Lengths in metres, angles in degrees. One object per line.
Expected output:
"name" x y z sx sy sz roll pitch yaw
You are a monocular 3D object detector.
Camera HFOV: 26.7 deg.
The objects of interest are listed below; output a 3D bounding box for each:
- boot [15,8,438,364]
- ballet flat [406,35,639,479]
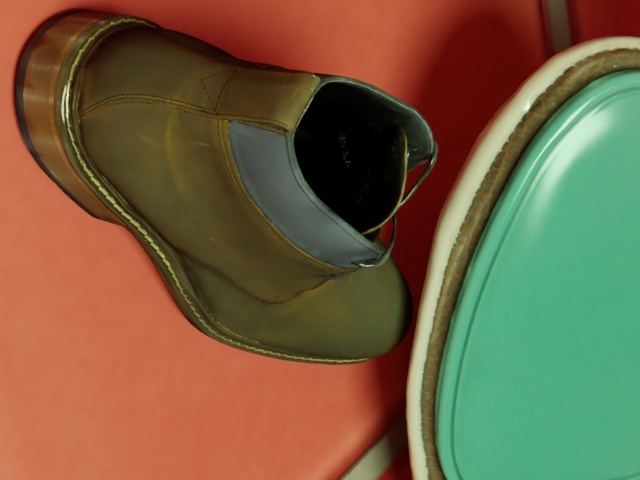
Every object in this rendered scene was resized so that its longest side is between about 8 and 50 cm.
"boot" 0.000 0.000 0.472 0.219 0.106 0.082 38 70 -48
"ballet flat" 0.096 0.099 0.610 0.139 0.139 0.400 -25 119 -45
